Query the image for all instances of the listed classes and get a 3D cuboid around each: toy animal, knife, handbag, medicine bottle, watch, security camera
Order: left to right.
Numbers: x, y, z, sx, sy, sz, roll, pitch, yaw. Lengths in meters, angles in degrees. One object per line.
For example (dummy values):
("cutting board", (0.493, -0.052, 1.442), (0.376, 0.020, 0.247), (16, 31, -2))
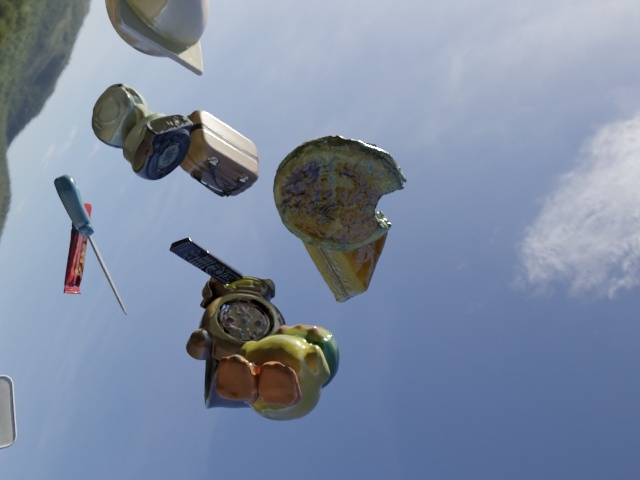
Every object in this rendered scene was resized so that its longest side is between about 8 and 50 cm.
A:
("knife", (-0.360, 0.008, 0.868), (0.032, 0.244, 0.058), (-26, 180, -21))
("security camera", (-0.531, -0.319, 1.555), (0.197, 0.277, 0.191), (-39, 166, -53))
("medicine bottle", (-0.382, -0.582, 1.273), (0.236, 0.236, 0.406), (-34, -124, 35))
("handbag", (-0.344, -0.266, 1.841), (0.149, 0.302, 0.283), (-29, -129, 27))
("watch", (-0.246, 0.317, 1.609), (0.335, 0.314, 0.327), (-101, -156, -46))
("toy animal", (-0.074, 0.303, 1.243), (0.216, 0.338, 0.191), (-1, -84, 20))

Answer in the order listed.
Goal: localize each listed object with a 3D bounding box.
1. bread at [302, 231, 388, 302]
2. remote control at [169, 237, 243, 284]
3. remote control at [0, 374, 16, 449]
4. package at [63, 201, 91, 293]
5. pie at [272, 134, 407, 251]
("bread", (0.000, 0.000, 1.762), (0.245, 0.361, 0.233), (-64, -171, -25))
("remote control", (-0.270, 0.054, 1.323), (0.063, 0.245, 0.025), (-17, -120, 16))
("remote control", (-0.516, 0.231, 0.675), (0.034, 0.250, 0.103), (-26, -111, 35))
("package", (-0.515, 0.013, 1.157), (0.083, 0.022, 0.200), (125, -31, -81))
("pie", (0.037, -0.102, 1.228), (0.302, 0.302, 0.067), (-43, -158, 26))
